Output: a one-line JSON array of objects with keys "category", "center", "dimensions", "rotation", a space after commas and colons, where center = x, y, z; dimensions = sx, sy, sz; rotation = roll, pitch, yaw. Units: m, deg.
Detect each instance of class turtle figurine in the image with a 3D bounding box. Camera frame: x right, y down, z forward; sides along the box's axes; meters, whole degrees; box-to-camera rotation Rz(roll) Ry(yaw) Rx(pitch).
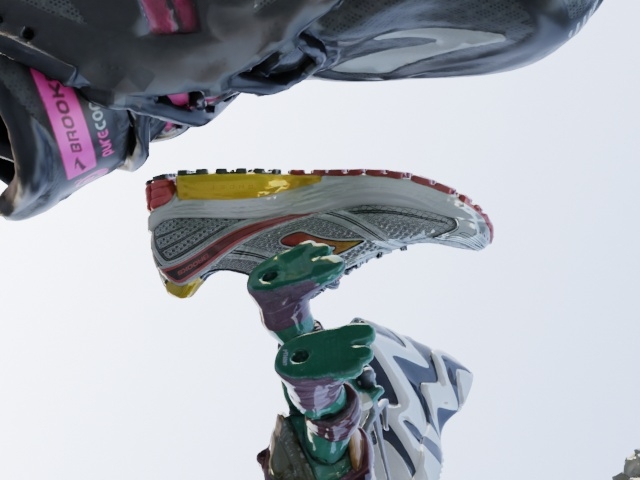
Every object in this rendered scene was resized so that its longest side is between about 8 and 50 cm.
[{"category": "turtle figurine", "center": [0.021, 0.123, 0.868], "dimensions": [0.118, 0.234, 0.175], "rotation": [-33, -139, -15]}]

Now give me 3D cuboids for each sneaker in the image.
[{"category": "sneaker", "center": [0.000, 0.000, 0.955], "dimensions": [0.225, 0.088, 0.093], "rotation": [-1, -91, 3]}, {"category": "sneaker", "center": [-0.090, -0.101, 0.759], "dimensions": [0.483, 0.185, 0.202], "rotation": [-4, -124, 7]}, {"category": "sneaker", "center": [0.033, 0.151, 1.261], "dimensions": [0.094, 0.153, 0.235], "rotation": [-53, -176, 45]}]

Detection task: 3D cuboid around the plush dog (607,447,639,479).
[{"category": "plush dog", "center": [0.293, 0.140, 0.783], "dimensions": [0.262, 0.210, 0.225], "rotation": [23, -100, 15]}]
